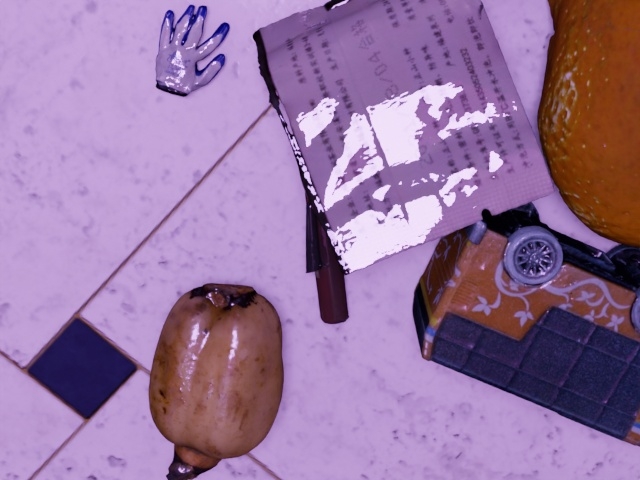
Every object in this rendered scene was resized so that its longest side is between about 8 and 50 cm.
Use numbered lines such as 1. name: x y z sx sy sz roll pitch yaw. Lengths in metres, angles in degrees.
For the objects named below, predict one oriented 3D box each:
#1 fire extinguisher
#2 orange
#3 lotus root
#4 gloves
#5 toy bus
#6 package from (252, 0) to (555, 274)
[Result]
1. fire extinguisher: 0.000 0.000 0.962 0.049 0.035 0.173 -17 109 -30
2. orange: 0.338 -0.152 0.869 0.262 0.196 0.335 9 94 -18
3. lotus root: -0.102 0.141 0.965 0.125 0.118 0.221 20 111 26
4. gloves: -0.118 -0.174 0.915 0.064 0.026 0.086 14 101 -8
5. toy bus: 0.235 0.076 0.946 0.275 0.138 0.167 22 106 -7
6. package: 0.064 -0.120 0.870 0.204 0.062 0.251 -23 75 7
